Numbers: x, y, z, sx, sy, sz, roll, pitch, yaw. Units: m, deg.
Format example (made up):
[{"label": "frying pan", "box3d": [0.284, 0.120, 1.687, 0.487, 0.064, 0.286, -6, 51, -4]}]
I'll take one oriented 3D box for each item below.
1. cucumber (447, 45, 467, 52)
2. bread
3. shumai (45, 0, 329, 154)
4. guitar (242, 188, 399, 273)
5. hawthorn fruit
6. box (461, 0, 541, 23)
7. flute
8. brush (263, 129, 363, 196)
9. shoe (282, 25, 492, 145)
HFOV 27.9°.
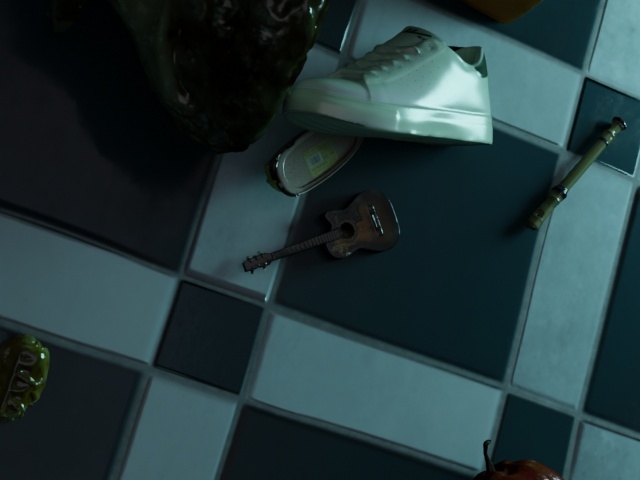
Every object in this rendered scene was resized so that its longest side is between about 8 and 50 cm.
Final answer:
[{"label": "cucumber", "box3d": [0.166, -0.265, 1.850, 0.133, 0.032, 0.032, 0, 83, -19]}, {"label": "bread", "box3d": [-0.370, 0.169, 1.575, 0.066, 0.060, 0.110, 13, 75, 11]}, {"label": "shumai", "box3d": [-0.166, -0.341, 1.564, 0.348, 0.395, 0.395, 23, 75, -18]}, {"label": "guitar", "box3d": [0.000, 0.000, 1.754, 0.233, 0.025, 0.088, -20, 90, -21]}, {"label": "hawthorn fruit", "box3d": [0.263, 0.357, 1.738, 0.157, 0.157, 0.194, -30, 90, -22]}, {"label": "box", "box3d": [0.255, -0.516, 1.861, 0.225, 0.143, 0.341, 25, 76, -16]}, {"label": "flute", "box3d": [0.378, -0.098, 1.911, 0.027, 0.027, 0.233, 46, 71, -9]}, {"label": "brush", "box3d": [0.034, -0.155, 1.778, 0.313, 0.067, 0.072, -38, 110, -32]}, {"label": "shoe", "box3d": [0.102, -0.214, 1.715, 0.363, 0.132, 0.160, 2, 89, -44]}]
